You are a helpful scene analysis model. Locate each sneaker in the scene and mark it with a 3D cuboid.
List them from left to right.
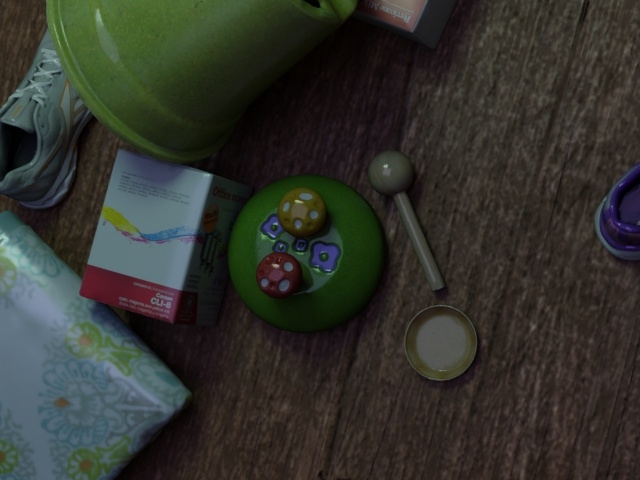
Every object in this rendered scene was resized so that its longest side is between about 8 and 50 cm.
[{"bbox_3d":[-0.331,-0.168,1.706,0.099,0.121,0.262,14,90,20],"label":"sneaker"},{"bbox_3d":[0.378,-0.073,1.448,0.236,0.104,0.095,-43,71,10],"label":"sneaker"}]

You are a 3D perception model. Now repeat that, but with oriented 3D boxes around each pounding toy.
[{"bbox_3d":[0.000,0.000,1.559,0.237,0.110,0.183,-17,79,9],"label":"pounding toy"}]

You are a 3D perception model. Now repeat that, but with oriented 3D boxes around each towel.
[{"bbox_3d":[-0.382,0.201,1.681,0.320,0.090,0.374,44,102,3],"label":"towel"}]

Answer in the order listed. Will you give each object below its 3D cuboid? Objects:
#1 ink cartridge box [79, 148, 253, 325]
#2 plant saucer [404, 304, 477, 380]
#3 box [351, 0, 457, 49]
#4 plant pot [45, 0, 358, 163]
[{"bbox_3d":[-0.176,-0.002,1.629,0.127,0.128,0.176,15,90,20],"label":"ink cartridge box"},{"bbox_3d":[0.135,0.114,1.565,0.083,0.015,0.083,-2,83,20],"label":"plant saucer"},{"bbox_3d":[0.096,-0.321,1.581,0.130,0.091,0.170,25,93,20],"label":"box"},{"bbox_3d":[-0.107,-0.259,1.514,0.254,0.276,0.276,-28,75,35],"label":"plant pot"}]
